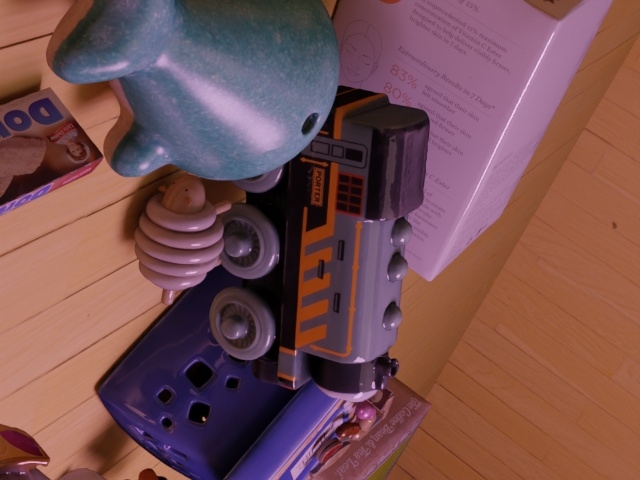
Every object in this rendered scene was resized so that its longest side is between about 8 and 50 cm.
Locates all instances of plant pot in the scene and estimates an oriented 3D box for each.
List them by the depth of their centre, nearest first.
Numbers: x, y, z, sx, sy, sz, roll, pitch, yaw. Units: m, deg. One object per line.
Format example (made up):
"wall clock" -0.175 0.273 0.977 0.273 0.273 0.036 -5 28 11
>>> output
"plant pot" -0.087 0.185 1.205 0.236 0.212 0.236 -48 161 -18

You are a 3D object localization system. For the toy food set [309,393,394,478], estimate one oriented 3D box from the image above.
"toy food set" 0.032 0.220 1.196 0.122 0.019 0.078 -34 155 -30

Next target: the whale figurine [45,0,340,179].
"whale figurine" -0.076 -0.127 0.741 0.216 0.141 0.272 -56 164 8

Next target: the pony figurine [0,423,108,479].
"pony figurine" -0.253 0.218 0.670 0.351 0.363 0.303 -53 -169 16

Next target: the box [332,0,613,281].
"box" 0.128 -0.167 1.083 0.168 0.215 0.345 -38 157 -43

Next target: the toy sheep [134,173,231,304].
"toy sheep" -0.129 0.001 0.951 0.091 0.091 0.132 -28 132 -55

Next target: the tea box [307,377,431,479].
"tea box" -0.027 0.386 1.741 0.329 0.220 0.324 -28 150 -55

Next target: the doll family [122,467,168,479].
"doll family" -0.221 0.334 1.221 0.262 0.118 0.163 -12 139 0

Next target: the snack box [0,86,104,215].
"snack box" -0.222 -0.042 0.651 0.178 0.064 0.022 -35 175 -47

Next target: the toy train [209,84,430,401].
"toy train" 0.000 0.000 1.010 0.142 0.190 0.334 -25 124 -56
